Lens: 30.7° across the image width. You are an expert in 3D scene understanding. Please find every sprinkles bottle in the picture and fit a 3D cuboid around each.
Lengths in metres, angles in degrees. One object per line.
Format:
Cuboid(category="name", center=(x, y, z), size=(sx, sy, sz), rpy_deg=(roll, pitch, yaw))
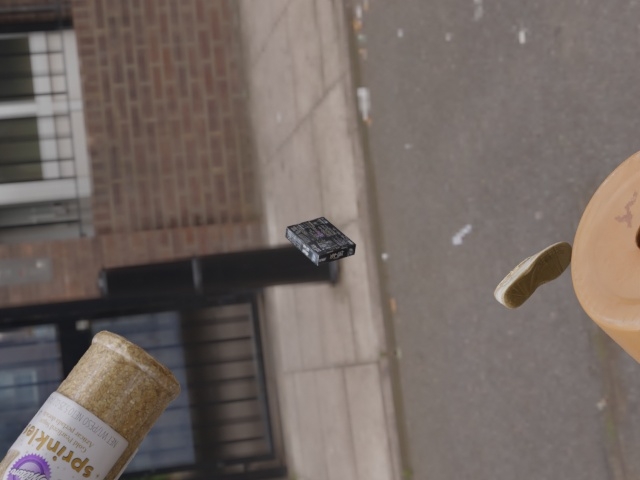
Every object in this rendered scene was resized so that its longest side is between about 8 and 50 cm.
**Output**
Cuboid(category="sprinkles bottle", center=(-0.301, 0.272, 1.281), size=(0.355, 0.121, 0.121), rpy_deg=(-55, -3, -20))

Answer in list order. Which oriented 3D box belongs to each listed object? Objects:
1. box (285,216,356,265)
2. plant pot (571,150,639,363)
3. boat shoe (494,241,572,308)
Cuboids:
Cuboid(category="box", center=(0.000, 0.000, 1.651), size=(0.083, 0.067, 0.018), rpy_deg=(40, 135, 41))
Cuboid(category="plant pot", center=(0.392, 0.030, 1.161), size=(0.291, 0.203, 0.290), rpy_deg=(-37, 41, 41))
Cuboid(category="boat shoe", center=(0.384, 0.057, 2.125), size=(0.063, 0.170, 0.059), rpy_deg=(59, 166, -19))
